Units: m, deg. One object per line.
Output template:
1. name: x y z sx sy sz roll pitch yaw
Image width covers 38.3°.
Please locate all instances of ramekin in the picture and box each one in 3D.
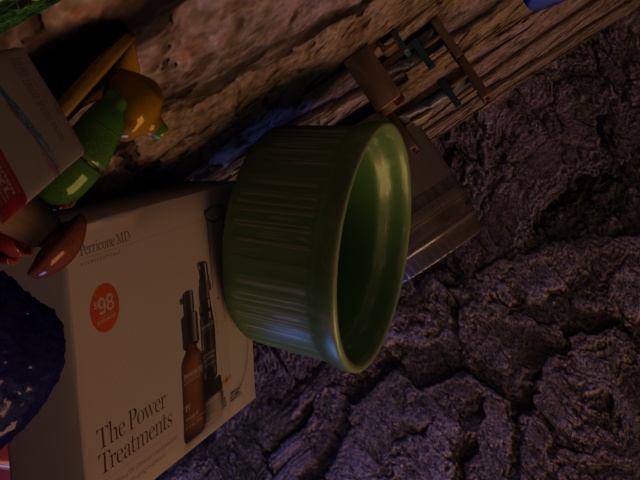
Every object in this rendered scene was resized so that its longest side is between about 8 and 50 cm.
1. ramekin: 0.000 0.000 1.129 0.148 0.303 0.303 8 -167 20

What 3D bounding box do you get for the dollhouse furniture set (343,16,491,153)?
1. dollhouse furniture set: 0.130 -0.200 1.174 0.129 0.129 0.183 -35 177 10

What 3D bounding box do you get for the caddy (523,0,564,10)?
1. caddy: 0.274 -0.302 0.664 0.341 0.179 0.241 -35 178 12

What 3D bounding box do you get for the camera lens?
1. camera lens: 0.118 -0.078 1.573 0.219 0.274 0.219 -33 177 -2

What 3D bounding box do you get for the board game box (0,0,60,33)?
1. board game box: -0.187 -0.100 0.383 0.259 0.030 0.136 -33 175 -12

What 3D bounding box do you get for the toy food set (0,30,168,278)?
1. toy food set: -0.172 -0.035 0.608 0.218 0.071 0.128 -51 -165 -7

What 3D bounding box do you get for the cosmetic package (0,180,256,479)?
1. cosmetic package: -0.191 0.094 0.997 0.097 0.285 0.377 -1 -170 20

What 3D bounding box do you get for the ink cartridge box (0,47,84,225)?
1. ink cartridge box: -0.197 -0.028 0.439 0.127 0.072 0.175 -29 -166 5

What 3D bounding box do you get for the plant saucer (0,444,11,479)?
1. plant saucer: -0.407 0.225 1.008 0.332 0.084 0.332 -2 156 -1

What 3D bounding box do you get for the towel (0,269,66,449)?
1. towel: -0.228 0.031 0.230 0.227 0.076 0.308 -43 147 -7
